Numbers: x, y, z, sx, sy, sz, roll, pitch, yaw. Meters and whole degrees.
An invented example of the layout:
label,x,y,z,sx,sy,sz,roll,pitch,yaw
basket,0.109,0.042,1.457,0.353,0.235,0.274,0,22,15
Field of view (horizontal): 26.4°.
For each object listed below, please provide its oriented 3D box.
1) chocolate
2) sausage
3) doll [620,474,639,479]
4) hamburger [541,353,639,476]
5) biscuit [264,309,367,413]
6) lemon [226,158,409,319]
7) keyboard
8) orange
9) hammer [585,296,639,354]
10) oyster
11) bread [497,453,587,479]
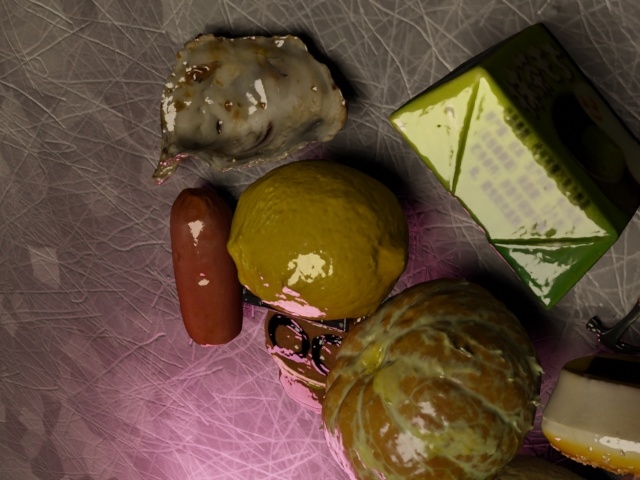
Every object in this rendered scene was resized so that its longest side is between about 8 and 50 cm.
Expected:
label,x,y,z,sx,sy,sz,roll,pitch,yaw
chocolate,0.259,-0.106,1.641,0.137,0.301,0.288,-39,91,30
sausage,-0.179,0.037,2.149,0.114,0.113,0.259,15,124,28
doll,0.528,0.393,1.867,0.262,0.093,0.211,31,136,13
hamburger,0.435,0.241,1.762,0.295,0.227,0.151,12,99,31
biscuit,0.001,0.156,2.138,0.208,0.041,0.290,21,126,23
lemon,0.000,0.000,1.920,0.288,0.233,0.233,16,124,36
keyboard,-0.040,0.089,2.100,0.202,0.011,0.067,14,112,33
orange,0.153,0.214,1.885,0.249,0.329,0.329,37,135,-19
hammer,0.433,0.082,1.802,0.078,0.021,0.201,42,133,8
oyster,-0.127,-0.205,1.996,0.396,0.111,0.204,-9,93,39
bread,0.298,0.466,1.988,0.321,0.237,0.320,9,122,14
